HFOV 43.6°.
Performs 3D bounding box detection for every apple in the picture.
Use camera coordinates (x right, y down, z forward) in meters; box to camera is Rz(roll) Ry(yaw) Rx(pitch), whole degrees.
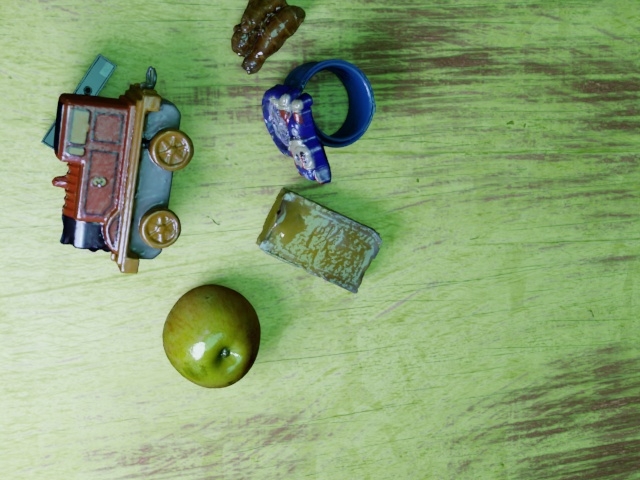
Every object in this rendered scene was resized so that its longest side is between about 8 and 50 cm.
[{"bbox_3d":[-0.206,0.187,1.538,0.196,0.196,0.196,-3,101,-15],"label":"apple"}]

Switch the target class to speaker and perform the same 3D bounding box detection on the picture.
[{"bbox_3d":[-0.438,-0.249,1.457,0.040,0.046,0.191,34,91,-20],"label":"speaker"}]

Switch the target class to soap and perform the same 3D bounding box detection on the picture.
[{"bbox_3d":[0.000,0.000,1.612,0.233,0.076,0.135,25,94,-20],"label":"soap"}]

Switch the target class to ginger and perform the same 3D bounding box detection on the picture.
[{"bbox_3d":[-0.110,-0.398,1.505,0.103,0.073,0.162,40,89,-18],"label":"ginger"}]

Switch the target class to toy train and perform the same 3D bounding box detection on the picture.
[{"bbox_3d":[-0.359,-0.130,1.424,0.231,0.163,0.369,5,104,-22],"label":"toy train"}]

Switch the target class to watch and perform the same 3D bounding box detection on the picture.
[{"bbox_3d":[0.004,-0.244,1.532,0.200,0.171,0.196,-30,119,-20],"label":"watch"}]
